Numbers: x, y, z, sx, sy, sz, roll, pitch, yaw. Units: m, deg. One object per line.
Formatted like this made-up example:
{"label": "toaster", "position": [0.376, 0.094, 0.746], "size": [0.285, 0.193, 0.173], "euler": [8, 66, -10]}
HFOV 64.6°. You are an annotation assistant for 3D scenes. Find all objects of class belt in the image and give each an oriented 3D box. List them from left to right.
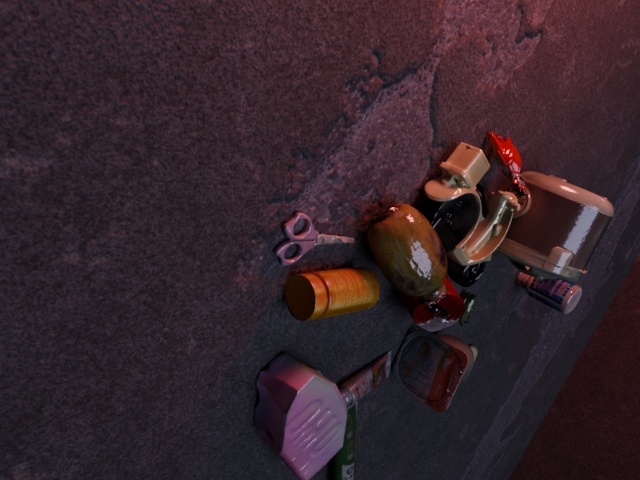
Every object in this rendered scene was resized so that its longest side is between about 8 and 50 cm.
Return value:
{"label": "belt", "position": [0.280, 0.143, 1.297], "size": [0.128, 0.124, 0.201], "euler": [-37, 139, 15]}

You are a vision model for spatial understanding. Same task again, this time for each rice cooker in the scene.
{"label": "rice cooker", "position": [0.629, -0.034, 1.417], "size": [0.288, 0.288, 0.276], "euler": [8, 110, -46]}

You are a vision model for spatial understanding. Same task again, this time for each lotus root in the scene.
{"label": "lotus root", "position": [0.205, 0.044, 1.105], "size": [0.154, 0.154, 0.278], "euler": [-38, 110, -21]}

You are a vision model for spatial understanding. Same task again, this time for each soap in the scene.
{"label": "soap", "position": [-0.043, 0.396, 1.155], "size": [0.193, 0.109, 0.323], "euler": [-40, 135, -20]}

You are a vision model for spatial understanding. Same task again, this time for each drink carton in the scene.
{"label": "drink carton", "position": [0.341, 0.348, 1.455], "size": [0.190, 0.191, 0.185], "euler": [-2, 113, -54]}

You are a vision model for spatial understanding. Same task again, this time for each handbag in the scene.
{"label": "handbag", "position": [0.444, 0.205, 1.551], "size": [0.072, 0.047, 0.111], "euler": [-9, 122, -42]}

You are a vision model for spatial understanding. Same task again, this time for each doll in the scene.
{"label": "doll", "position": [0.478, -0.192, 1.268], "size": [0.109, 0.169, 0.057], "euler": [0, 153, -46]}

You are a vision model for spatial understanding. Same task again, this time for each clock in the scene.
{"label": "clock", "position": [0.374, -0.050, 1.274], "size": [0.276, 0.120, 0.379], "euler": [-54, 139, 1]}

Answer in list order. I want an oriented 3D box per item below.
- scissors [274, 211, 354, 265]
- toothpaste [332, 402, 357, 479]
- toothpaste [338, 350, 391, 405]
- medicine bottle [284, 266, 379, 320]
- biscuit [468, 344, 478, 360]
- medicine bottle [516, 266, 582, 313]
{"label": "scissors", "position": [0.000, 0.000, 1.010], "size": [0.212, 0.021, 0.110], "euler": [2, 115, -44]}
{"label": "toothpaste", "position": [0.063, 0.590, 1.417], "size": [0.099, 0.061, 0.391], "euler": [-24, 126, -38]}
{"label": "toothpaste", "position": [0.113, 0.376, 1.341], "size": [0.234, 0.057, 0.089], "euler": [-22, 123, -44]}
{"label": "medicine bottle", "position": [0.028, 0.108, 1.048], "size": [0.192, 0.096, 0.096], "euler": [-3, 116, -43]}
{"label": "biscuit", "position": [0.504, 0.431, 1.772], "size": [0.152, 0.020, 0.152], "euler": [-23, 129, -32]}
{"label": "medicine bottle", "position": [0.784, 0.164, 1.744], "size": [0.107, 0.192, 0.106], "euler": [-24, 129, -32]}
